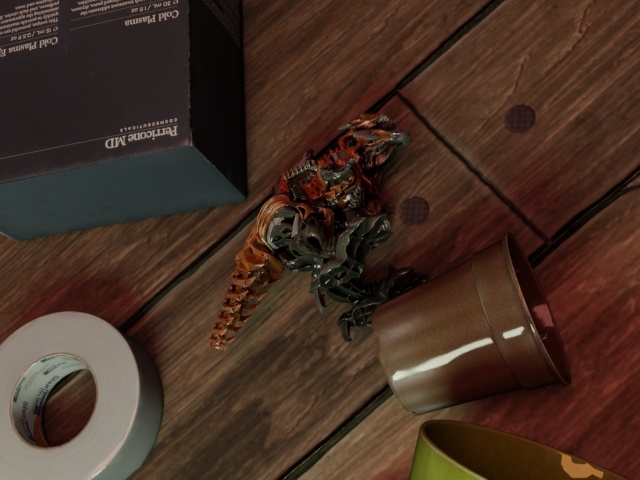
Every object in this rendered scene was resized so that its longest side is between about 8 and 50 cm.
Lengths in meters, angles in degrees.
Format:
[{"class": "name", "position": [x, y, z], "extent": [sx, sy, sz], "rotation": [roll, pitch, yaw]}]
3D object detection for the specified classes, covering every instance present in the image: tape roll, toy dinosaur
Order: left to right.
[{"class": "tape roll", "position": [-0.302, 0.199, 1.172], "extent": [0.219, 0.072, 0.219], "rotation": [-6, 68, 15]}, {"class": "toy dinosaur", "position": [0.000, 0.000, 1.136], "extent": [0.218, 0.164, 0.322], "rotation": [38, 104, 40]}]

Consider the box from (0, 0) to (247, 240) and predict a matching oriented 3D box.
[{"class": "box", "position": [-0.285, -0.193, 1.254], "extent": [0.343, 0.179, 0.312], "rotation": [-9, 68, 15]}]

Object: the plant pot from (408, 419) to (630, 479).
[{"class": "plant pot", "position": [0.173, 0.351, 0.886], "extent": [0.275, 0.275, 0.293], "rotation": [20, 93, 23]}]

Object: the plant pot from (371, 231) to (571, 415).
[{"class": "plant pot", "position": [0.152, 0.098, 1.023], "extent": [0.165, 0.167, 0.167], "rotation": [-22, 65, 17]}]
